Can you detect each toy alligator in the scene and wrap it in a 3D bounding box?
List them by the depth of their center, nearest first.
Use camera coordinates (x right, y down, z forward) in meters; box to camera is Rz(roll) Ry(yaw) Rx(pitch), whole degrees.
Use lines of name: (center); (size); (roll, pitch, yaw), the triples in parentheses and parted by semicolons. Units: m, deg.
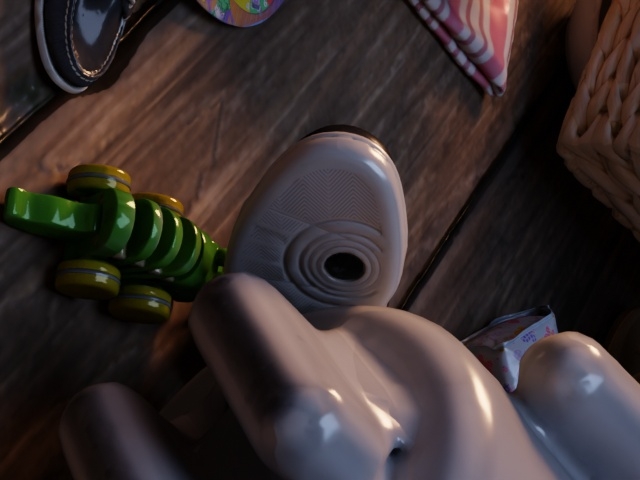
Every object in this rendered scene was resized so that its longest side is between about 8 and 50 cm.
toy alligator: (-0.067, 0.009, 0.767); (0.189, 0.051, 0.056); (30, 60, -51)

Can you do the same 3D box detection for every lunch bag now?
lunch bag: (0.128, 0.086, 1.058); (0.083, 0.053, 0.071); (-26, 104, -46)

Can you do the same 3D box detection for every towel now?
towel: (0.087, -0.201, 1.068); (0.197, 0.029, 0.144); (44, 50, -45)

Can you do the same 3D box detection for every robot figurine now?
robot figurine: (0.038, 0.167, 0.737); (0.353, 0.300, 0.200); (49, 6, -36)

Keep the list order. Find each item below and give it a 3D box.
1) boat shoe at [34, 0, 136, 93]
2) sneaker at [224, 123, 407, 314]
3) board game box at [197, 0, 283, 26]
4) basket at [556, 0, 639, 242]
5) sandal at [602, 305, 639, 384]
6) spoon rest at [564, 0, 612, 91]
boat shoe: (-0.097, -0.126, 0.759); (0.046, 0.038, 0.125); (42, 51, -46)
sneaker: (0.000, 0.000, 0.802); (0.217, 0.079, 0.121); (99, 1, -46)
board game box: (-0.033, -0.197, 0.858); (0.133, 0.033, 0.169); (-36, 121, -58)
basket: (0.388, -0.104, 1.185); (0.328, 0.266, 0.331); (42, 62, -40)
sandal: (0.230, 0.124, 1.210); (0.072, 0.049, 0.180); (61, 39, -31)
spoon rest: (0.252, -0.192, 1.273); (0.137, 0.084, 0.276); (54, 42, -37)
